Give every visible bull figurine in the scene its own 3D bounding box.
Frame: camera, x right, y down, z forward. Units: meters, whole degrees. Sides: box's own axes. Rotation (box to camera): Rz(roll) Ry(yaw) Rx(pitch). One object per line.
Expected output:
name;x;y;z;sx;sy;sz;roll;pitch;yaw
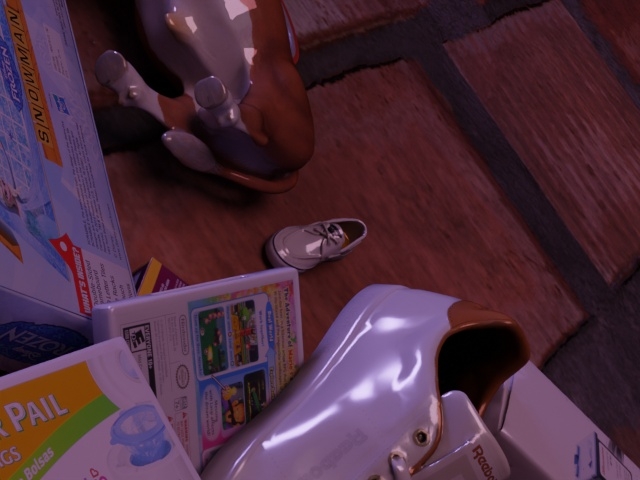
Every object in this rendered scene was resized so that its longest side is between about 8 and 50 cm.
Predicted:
bull figurine;-0.095;-0.177;0.878;0.310;0.101;0.188;64;21;11

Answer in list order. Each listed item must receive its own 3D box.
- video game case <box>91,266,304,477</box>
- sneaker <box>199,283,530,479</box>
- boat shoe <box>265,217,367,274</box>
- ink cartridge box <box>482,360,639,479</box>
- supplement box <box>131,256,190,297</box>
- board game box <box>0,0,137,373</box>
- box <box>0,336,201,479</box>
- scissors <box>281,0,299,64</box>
video game case;-0.058;0.101;0.684;0.143;0.019;0.157;-11;99;-50
sneaker;0.021;0.132;0.671;0.290;0.123;0.106;-57;134;-34
boat shoe;0.000;0.000;0.913;0.100;0.035;0.035;-8;67;-55
ink cartridge box;0.131;0.181;0.815;0.191;0.139;0.082;43;36;-16
supplement box;-0.086;0.058;0.733;0.083;0.055;0.043;39;37;-21
board game box;-0.232;-0.109;0.622;0.318;0.066;0.318;32;35;-56
box;-0.153;0.131;0.534;0.203;0.103;0.114;-18;75;-56
scissors;-0.091;-0.264;1.062;0.109;0.021;0.297;10;51;-44
